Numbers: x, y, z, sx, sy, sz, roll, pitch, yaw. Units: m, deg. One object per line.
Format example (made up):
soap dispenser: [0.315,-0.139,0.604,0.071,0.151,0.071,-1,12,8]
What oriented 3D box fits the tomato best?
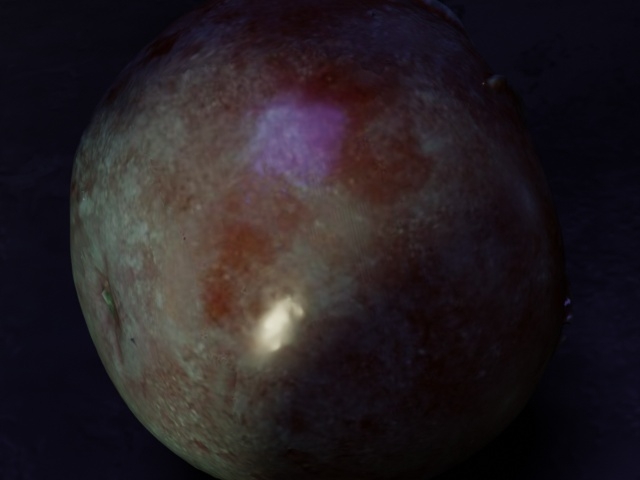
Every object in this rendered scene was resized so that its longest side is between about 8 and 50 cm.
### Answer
tomato: [0.000,0.000,1.113,0.283,0.316,0.316,-19,45,-22]
